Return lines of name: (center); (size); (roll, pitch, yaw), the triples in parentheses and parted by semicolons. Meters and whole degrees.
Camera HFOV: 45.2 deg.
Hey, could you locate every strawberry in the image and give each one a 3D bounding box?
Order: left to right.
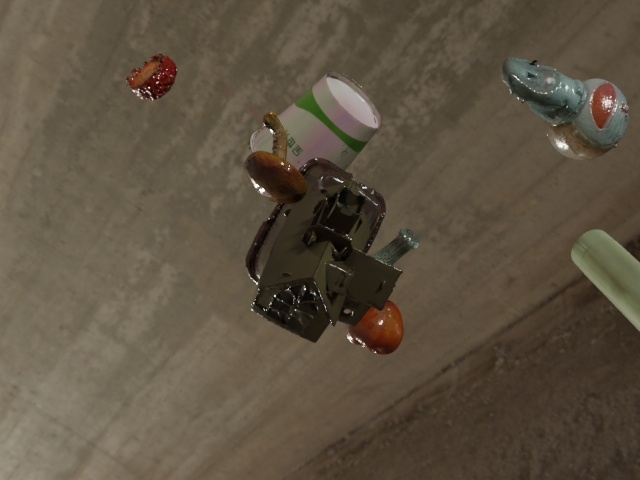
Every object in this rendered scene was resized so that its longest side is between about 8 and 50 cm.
strawberry: (-0.455, -0.443, 2.099); (0.145, 0.086, 0.145); (-23, 50, 30)

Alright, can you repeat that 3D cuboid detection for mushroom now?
mushroom: (-0.069, -0.107, 1.042); (0.072, 0.130, 0.088); (-21, 14, -24)

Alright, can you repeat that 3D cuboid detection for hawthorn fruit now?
hawthorn fruit: (0.114, 0.174, 1.604); (0.125, 0.125, 0.140); (-46, 22, 46)

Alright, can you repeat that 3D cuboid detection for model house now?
model house: (0.029, 0.018, 1.197); (0.243, 0.204, 0.211); (119, 174, -51)

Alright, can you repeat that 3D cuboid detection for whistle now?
whistle: (0.539, -0.296, 1.663); (0.189, 0.347, 0.189); (-46, 28, 33)

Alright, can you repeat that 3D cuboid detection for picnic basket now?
picnic basket: (0.000, 0.000, 1.514); (0.297, 0.222, 0.129); (-59, 11, 2)

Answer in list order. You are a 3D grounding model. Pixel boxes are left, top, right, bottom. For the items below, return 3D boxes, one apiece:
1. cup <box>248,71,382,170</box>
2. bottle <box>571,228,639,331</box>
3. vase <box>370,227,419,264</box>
cup: (-0.004, -0.263, 1.922); (0.274, 0.253, 0.253); (-44, 11, 29)
bottle: (0.457, 0.062, 1.152); (0.072, 0.072, 0.201); (-51, 31, 17)
vase: (0.176, 0.034, 1.912); (0.148, 0.081, 0.081); (-41, 12, 24)
